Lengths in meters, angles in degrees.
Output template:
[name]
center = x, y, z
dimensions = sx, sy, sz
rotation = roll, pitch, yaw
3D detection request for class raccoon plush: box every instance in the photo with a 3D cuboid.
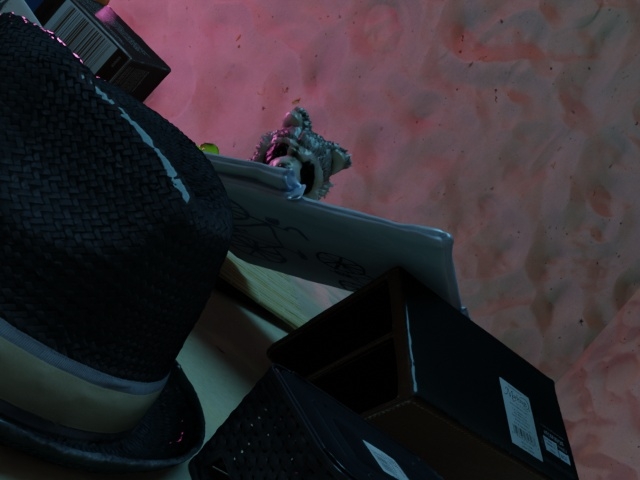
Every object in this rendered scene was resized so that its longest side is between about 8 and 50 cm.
[raccoon plush]
center = -0.112, -0.135, 1.546
dimensions = 0.216, 0.299, 0.446
rotation = 39, 2, -21

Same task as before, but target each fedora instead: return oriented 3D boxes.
[fedora]
center = -0.160, -0.027, 0.430
dimensions = 0.334, 0.152, 0.334
rotation = 40, 2, -2

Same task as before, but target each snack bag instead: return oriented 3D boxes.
[snack bag]
center = 0.000, 0.000, 0.806
dimensions = 0.342, 0.037, 0.323
rotation = 15, -16, 19

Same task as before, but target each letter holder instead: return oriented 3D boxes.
[letter holder]
center = 0.103, 0.200, 0.794
dimensions = 0.302, 0.214, 0.152
rotation = 36, 36, -33

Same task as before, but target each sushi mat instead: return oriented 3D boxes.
[sushi mat]
center = -0.110, 0.036, 1.051
dimensions = 0.316, 0.019, 0.151
rotation = 42, 13, -48

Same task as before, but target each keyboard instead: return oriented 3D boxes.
[keyboard]
center = -0.126, 0.059, 1.051
dimensions = 0.108, 0.023, 0.180
rotation = 49, 5, 29

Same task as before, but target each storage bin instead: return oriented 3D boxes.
[storage bin]
center = 0.021, 0.171, 0.448
dimensions = 0.180, 0.084, 0.122
rotation = 40, 2, -29

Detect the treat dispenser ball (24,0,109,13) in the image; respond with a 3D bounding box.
[treat dispenser ball]
center = -0.510, -0.503, 1.288
dimensions = 0.288, 0.288, 0.288
rotation = 40, 2, -2

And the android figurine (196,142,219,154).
[android figurine]
center = -0.154, -0.048, 1.221
dimensions = 0.248, 0.056, 0.273
rotation = 50, 15, -39

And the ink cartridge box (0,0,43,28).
[ink cartridge box]
center = -0.465, -0.322, 0.952
dimensions = 0.172, 0.100, 0.237
rotation = 39, -17, 32

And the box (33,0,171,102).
[box]
center = -0.392, -0.296, 1.223
dimensions = 0.168, 0.167, 0.203
rotation = 45, 10, 0
